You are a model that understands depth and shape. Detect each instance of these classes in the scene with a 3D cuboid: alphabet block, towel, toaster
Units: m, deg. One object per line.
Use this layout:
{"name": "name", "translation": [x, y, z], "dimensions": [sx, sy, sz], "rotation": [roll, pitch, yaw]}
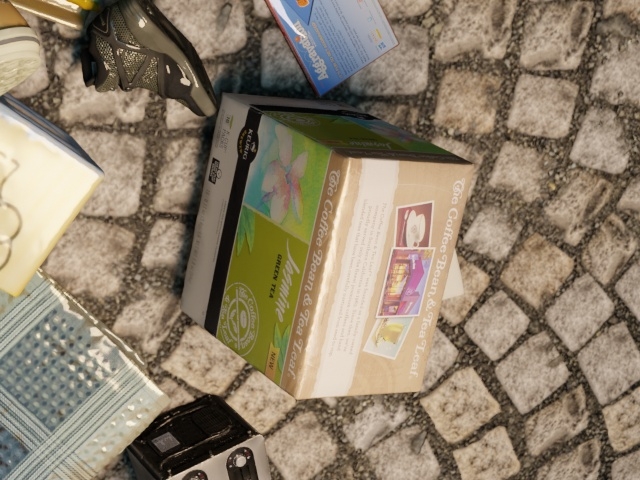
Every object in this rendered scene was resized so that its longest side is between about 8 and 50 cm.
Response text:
{"name": "alphabet block", "translation": [-0.421, -0.078, 1.807], "dimensions": [0.192, 0.193, 0.197], "rotation": [36, 92, -28]}
{"name": "towel", "translation": [-0.417, 0.225, 1.982], "dimensions": [0.324, 0.056, 0.312], "rotation": [-43, 106, -2]}
{"name": "toaster", "translation": [-0.186, 0.319, 2.074], "dimensions": [0.168, 0.185, 0.110], "rotation": [-23, 119, -23]}

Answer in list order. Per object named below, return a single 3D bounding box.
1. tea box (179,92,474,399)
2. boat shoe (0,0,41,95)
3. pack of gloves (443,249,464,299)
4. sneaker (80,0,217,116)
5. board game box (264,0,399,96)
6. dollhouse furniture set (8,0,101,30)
{"name": "tea box", "translation": [0.000, 0.000, 1.928], "dimensions": [0.220, 0.323, 0.329], "rotation": [1, 108, -37]}
{"name": "boat shoe", "translation": [-0.548, -0.172, 1.664], "dimensions": [0.500, 0.187, 0.156], "rotation": [-26, 87, 24]}
{"name": "pack of gloves", "translation": [0.129, 0.015, 2.166], "dimensions": [0.195, 0.046, 0.232], "rotation": [-17, 115, -16]}
{"name": "sneaker", "translation": [-0.235, -0.229, 1.901], "dimensions": [0.130, 0.087, 0.227], "rotation": [-28, 140, 16]}
{"name": "board game box", "translation": [-0.008, -0.355, 1.981], "dimensions": [0.145, 0.027, 0.281], "rotation": [-35, 119, -10]}
{"name": "dollhouse furniture set", "translation": [-0.372, -0.378, 1.732], "dimensions": [0.301, 0.151, 0.198], "rotation": [17, 107, -28]}
